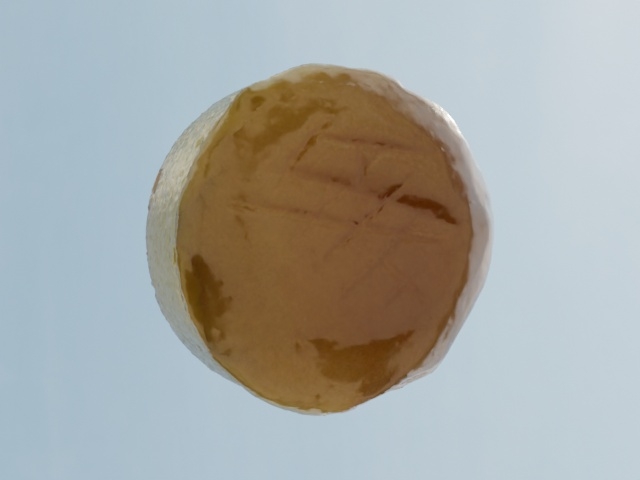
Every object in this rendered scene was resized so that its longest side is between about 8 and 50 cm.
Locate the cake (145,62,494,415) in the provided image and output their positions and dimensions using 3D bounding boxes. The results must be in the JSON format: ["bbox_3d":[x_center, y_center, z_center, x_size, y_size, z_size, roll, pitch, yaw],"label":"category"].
[{"bbox_3d":[0.000,0.000,0.451,0.084,0.044,0.084,0,-90,-26],"label":"cake"}]
